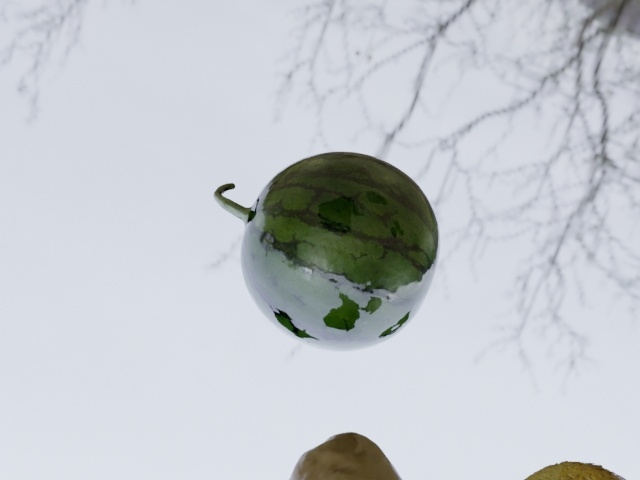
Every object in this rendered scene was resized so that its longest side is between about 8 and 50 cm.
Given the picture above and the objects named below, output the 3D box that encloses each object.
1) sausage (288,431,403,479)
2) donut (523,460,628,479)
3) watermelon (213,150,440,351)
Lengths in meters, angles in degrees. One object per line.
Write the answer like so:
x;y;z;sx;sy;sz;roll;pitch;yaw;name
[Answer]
0.047;0.198;0.560;0.066;0.066;0.301;9;-141;-30;sausage
0.139;0.175;0.832;0.097;0.108;0.043;11;151;45;donut
0.006;0.004;0.695;0.109;0.109;0.109;18;-163;-6;watermelon
